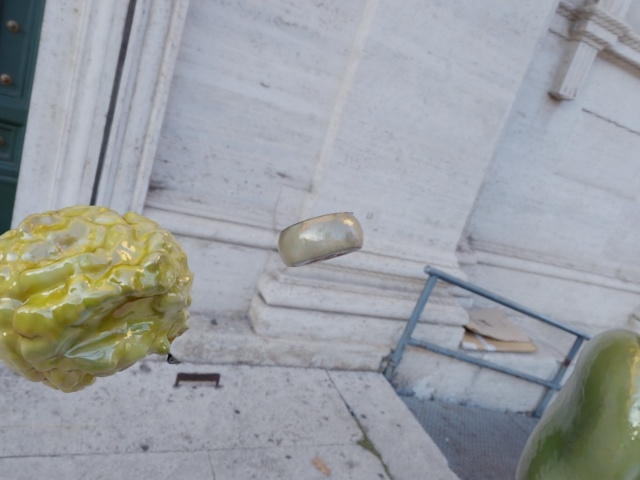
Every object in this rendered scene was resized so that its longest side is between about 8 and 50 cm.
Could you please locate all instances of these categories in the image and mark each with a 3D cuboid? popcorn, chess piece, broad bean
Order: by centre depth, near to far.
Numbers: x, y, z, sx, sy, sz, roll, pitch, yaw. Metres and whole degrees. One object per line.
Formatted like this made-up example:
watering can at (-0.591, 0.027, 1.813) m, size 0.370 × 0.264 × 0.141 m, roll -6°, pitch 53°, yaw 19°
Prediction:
popcorn at (-0.196, 0.052, 0.432) m, size 0.170 × 0.180 × 0.180 m, roll 59°, pitch 22°, yaw 5°
chess piece at (0.000, 0.000, 0.478) m, size 0.084 × 0.038 × 0.083 m, roll -16°, pitch -5°, yaw -1°
broad bean at (0.327, 0.228, 0.578) m, size 0.121 × 0.263 × 0.189 m, roll 23°, pitch 20°, yaw 11°
